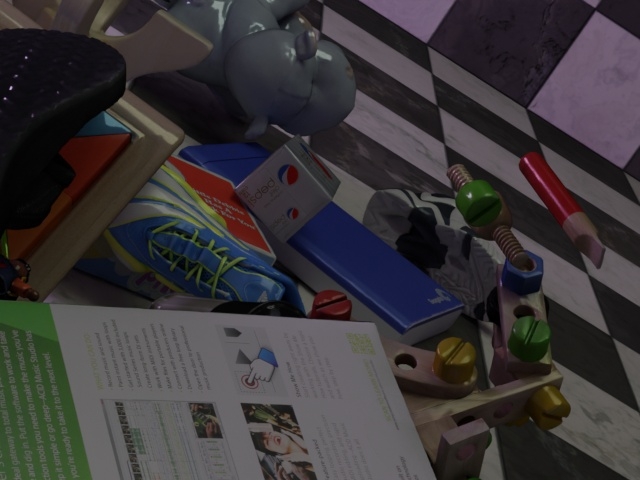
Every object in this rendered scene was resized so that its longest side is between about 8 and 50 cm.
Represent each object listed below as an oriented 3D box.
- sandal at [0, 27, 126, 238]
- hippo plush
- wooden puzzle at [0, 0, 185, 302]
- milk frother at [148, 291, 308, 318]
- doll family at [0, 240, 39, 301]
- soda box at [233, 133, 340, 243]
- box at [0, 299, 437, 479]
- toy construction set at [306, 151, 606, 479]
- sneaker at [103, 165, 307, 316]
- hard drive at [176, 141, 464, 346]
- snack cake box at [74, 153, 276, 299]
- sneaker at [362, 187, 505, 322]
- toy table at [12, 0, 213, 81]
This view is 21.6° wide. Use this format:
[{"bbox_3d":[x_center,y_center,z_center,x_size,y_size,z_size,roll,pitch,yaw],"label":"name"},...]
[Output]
[{"bbox_3d":[-0.261,-0.049,1.191,0.167,0.107,0.446,11,27,7],"label":"sandal"},{"bbox_3d":[-0.068,-0.248,2.036,0.294,0.234,0.236,19,10,-46],"label":"hippo plush"},{"bbox_3d":[-0.261,-0.076,1.356,0.221,0.239,0.044,36,-28,6],"label":"wooden puzzle"},{"bbox_3d":[-0.093,0.115,1.309,0.143,0.129,0.134,-21,14,-37],"label":"milk frother"},{"bbox_3d":[-0.235,0.045,1.222,0.193,0.076,0.111,49,14,16],"label":"doll family"},{"bbox_3d":[-0.030,-0.055,1.698,0.074,0.069,0.216,48,7,-3],"label":"soda box"},{"bbox_3d":[-0.078,0.144,1.079,0.322,0.058,0.232,6,43,-28],"label":"box"},{"bbox_3d":[0.146,0.108,1.452,0.257,0.309,0.237,12,32,-35],"label":"toy construction set"},{"bbox_3d":[-0.089,0.014,1.421,0.240,0.091,0.126,46,-23,-25],"label":"sneaker"},{"bbox_3d":[0.000,0.000,1.876,0.318,0.040,0.210,39,17,15],"label":"hard drive"},{"bbox_3d":[-0.185,-0.032,1.536,0.264,0.089,0.152,24,18,-31],"label":"snack cake box"},{"bbox_3d":[0.179,0.010,2.089,0.235,0.094,0.153,31,23,24],"label":"sneaker"},{"bbox_3d":[-0.258,-0.208,1.765,0.252,0.161,0.274,30,16,-14],"label":"toy table"}]
